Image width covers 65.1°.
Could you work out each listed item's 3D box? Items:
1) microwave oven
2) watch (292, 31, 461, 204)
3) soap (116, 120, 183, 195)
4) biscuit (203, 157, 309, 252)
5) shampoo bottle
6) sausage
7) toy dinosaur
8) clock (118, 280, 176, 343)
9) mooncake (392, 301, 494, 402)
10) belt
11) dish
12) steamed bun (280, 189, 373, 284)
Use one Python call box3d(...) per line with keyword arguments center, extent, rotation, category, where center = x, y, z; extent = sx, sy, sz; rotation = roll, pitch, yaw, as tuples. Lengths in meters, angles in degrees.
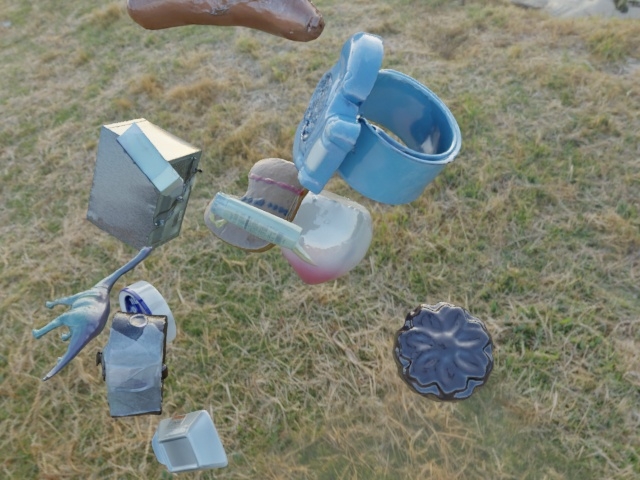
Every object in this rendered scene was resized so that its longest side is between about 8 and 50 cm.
box3d(center=(-0.711, -0.219, 2.035), extent=(0.375, 0.431, 0.236), rotation=(28, 28, 9), category="microwave oven")
box3d(center=(0.078, -0.133, 0.651), extent=(0.194, 0.211, 0.210), rotation=(16, 46, -18), category="watch")
box3d(center=(-0.570, -0.268, 1.675), extent=(0.091, 0.145, 0.230), rotation=(-40, 91, -8), category="soap")
box3d(center=(-0.177, -0.110, 1.335), extent=(0.262, 0.052, 0.276), rotation=(29, 85, 30), category="biscuit")
box3d(center=(-0.147, -0.045, 1.151), extent=(0.213, 0.072, 0.049), rotation=(27, 46, -4), category="shampoo bottle")
box3d(center=(-0.145, -0.349, 0.745), extent=(0.327, 0.087, 0.079), rotation=(12, 35, 20), category="sausage")
box3d(center=(-0.592, 0.174, 1.370), extent=(0.331, 0.129, 0.383), rotation=(-32, 33, -6), category="toy dinosaur")
box3d(center=(-0.570, 0.248, 1.656), extent=(0.231, 0.230, 0.083), rotation=(32, 44, 33), category="clock")
box3d(center=(0.340, 0.308, 1.396), extent=(0.284, 0.141, 0.282), rotation=(-4, 64, 8), category="mooncake")
box3d(center=(-0.442, 0.293, 1.179), extent=(0.164, 0.289, 0.184), rotation=(5, 35, -14), category="belt")
box3d(center=(-0.359, 0.534, 1.285), extent=(0.234, 0.153, 0.064), rotation=(-24, -2, 31), category="dish")
box3d(center=(0.000, 0.000, 1.532), extent=(0.310, 0.309, 0.309), rotation=(-6, 49, 7), category="steamed bun")
